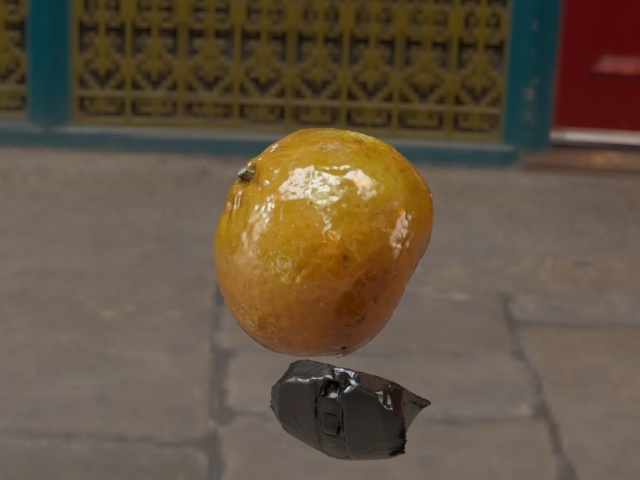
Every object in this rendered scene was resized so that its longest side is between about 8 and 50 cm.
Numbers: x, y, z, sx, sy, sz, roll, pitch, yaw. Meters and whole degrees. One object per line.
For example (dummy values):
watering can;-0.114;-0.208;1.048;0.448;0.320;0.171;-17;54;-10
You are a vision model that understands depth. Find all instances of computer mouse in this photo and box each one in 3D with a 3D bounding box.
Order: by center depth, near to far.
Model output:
computer mouse;0.016;0.115;1.121;0.099;0.057;0.172;15;-9;11

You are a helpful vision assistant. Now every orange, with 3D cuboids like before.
orange;0.002;0.001;1.558;0.193;0.219;0.219;45;26;5
